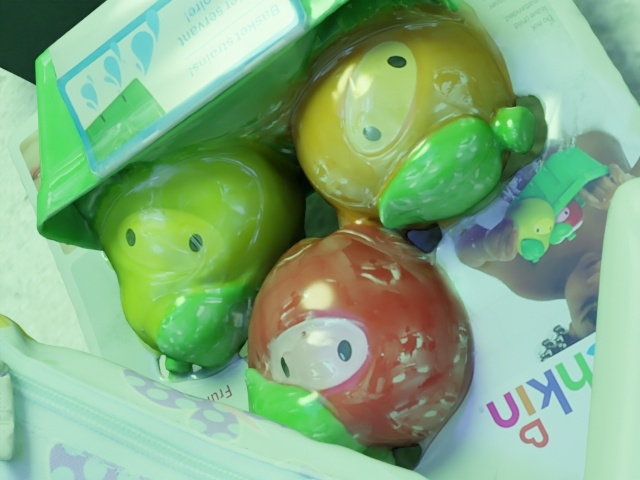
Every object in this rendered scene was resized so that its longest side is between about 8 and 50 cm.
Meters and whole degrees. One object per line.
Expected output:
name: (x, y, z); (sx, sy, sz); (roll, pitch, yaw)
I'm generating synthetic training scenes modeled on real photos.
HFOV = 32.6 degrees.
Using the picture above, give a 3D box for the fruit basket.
fruit basket: (0.000, 0.000, 0.543); (0.327, 0.165, 0.353); (-32, 62, 19)

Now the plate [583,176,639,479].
plate: (0.215, 0.113, 0.355); (0.277, 0.045, 0.277); (5, 81, 26)

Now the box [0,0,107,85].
box: (-0.187, -0.329, 0.815); (0.296, 0.183, 0.294); (-29, 58, 27)

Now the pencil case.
pencil case: (-0.043, 0.118, 0.440); (0.273, 0.113, 0.124); (20, 120, 6)
